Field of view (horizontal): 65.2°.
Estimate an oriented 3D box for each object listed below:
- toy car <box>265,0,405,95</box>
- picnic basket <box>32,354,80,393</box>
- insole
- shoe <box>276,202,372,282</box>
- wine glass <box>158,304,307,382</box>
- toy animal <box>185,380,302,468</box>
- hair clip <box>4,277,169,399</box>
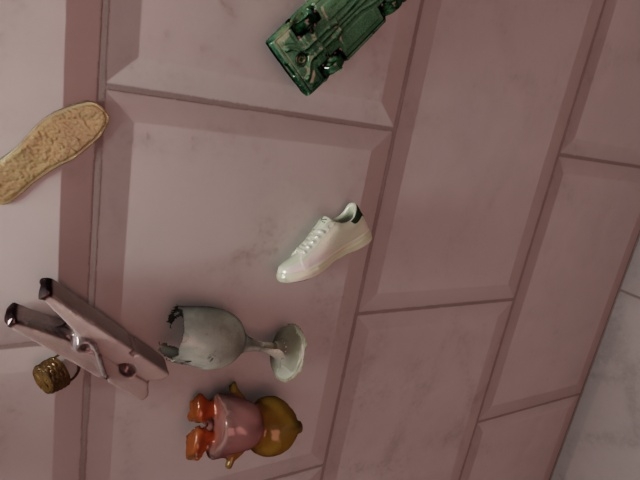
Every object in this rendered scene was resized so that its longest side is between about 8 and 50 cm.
[{"bbox_3d":[0.037,-0.452,1.004,0.320,0.097,0.141,-46,125,-6],"label":"toy car"},{"bbox_3d":[-0.510,0.254,0.983,0.083,0.072,0.072,-37,131,-54],"label":"picnic basket"},{"bbox_3d":[-0.475,-0.154,0.862,0.248,0.011,0.081,-43,126,-10],"label":"insole"},{"bbox_3d":[0.000,0.000,1.175,0.265,0.095,0.110,-27,115,-26],"label":"shoe"},{"bbox_3d":[-0.189,0.227,1.115,0.321,0.143,0.143,22,97,-35],"label":"wine glass"},{"bbox_3d":[-0.167,0.442,1.204,0.281,0.169,0.195,18,64,-38],"label":"toy animal"},{"bbox_3d":[-0.441,0.204,0.982,0.101,0.085,0.331,-44,127,-7],"label":"hair clip"}]
